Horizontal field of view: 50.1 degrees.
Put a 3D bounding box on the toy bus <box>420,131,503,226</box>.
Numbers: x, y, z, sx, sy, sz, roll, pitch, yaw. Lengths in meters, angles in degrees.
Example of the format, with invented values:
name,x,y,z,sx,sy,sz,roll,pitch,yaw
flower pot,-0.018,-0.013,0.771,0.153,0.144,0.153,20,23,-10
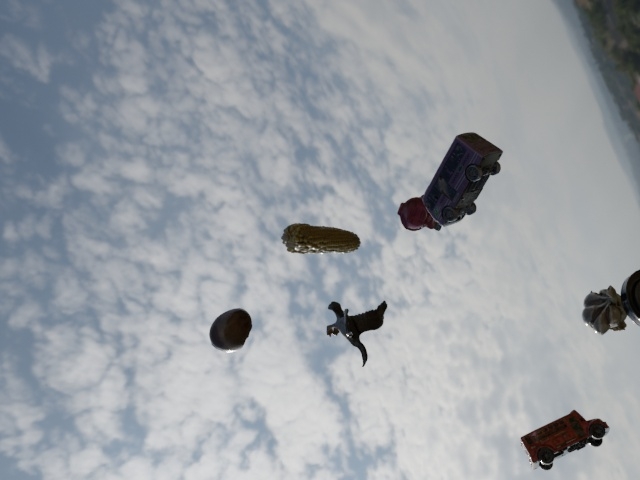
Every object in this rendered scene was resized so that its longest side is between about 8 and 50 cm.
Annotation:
name,x,y,z,sx,sy,sz,roll,pitch,yaw
toy bus,0.274,-0.119,1.345,0.086,0.178,0.098,-18,-128,-45

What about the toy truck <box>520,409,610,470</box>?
name,x,y,z,sx,sy,sz,roll,pitch,yaw
toy truck,0.735,0.594,2.062,0.114,0.252,0.107,64,180,34

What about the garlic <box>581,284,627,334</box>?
name,x,y,z,sx,sy,sz,roll,pitch,yaw
garlic,0.833,0.199,2.005,0.194,0.127,0.131,61,-156,-58

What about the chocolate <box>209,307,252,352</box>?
name,x,y,z,sx,sy,sz,roll,pitch,yaw
chocolate,-0.265,0.264,2.062,0.127,0.124,0.133,-17,-53,-69

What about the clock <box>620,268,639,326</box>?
name,x,y,z,sx,sy,sz,roll,pitch,yaw
clock,0.945,0.170,1.953,0.040,0.184,0.185,116,142,-65

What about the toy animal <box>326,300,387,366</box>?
name,x,y,z,sx,sy,sz,roll,pitch,yaw
toy animal,0.098,0.269,2.030,0.272,0.160,0.197,-8,-80,-50

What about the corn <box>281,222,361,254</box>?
name,x,y,z,sx,sy,sz,roll,pitch,yaw
corn,0.000,0.000,1.919,0.288,0.086,0.087,5,-117,-46

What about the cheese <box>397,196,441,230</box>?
name,x,y,z,sx,sy,sz,roll,pitch,yaw
cheese,0.271,-0.066,1.840,0.145,0.095,0.038,18,-176,-23
